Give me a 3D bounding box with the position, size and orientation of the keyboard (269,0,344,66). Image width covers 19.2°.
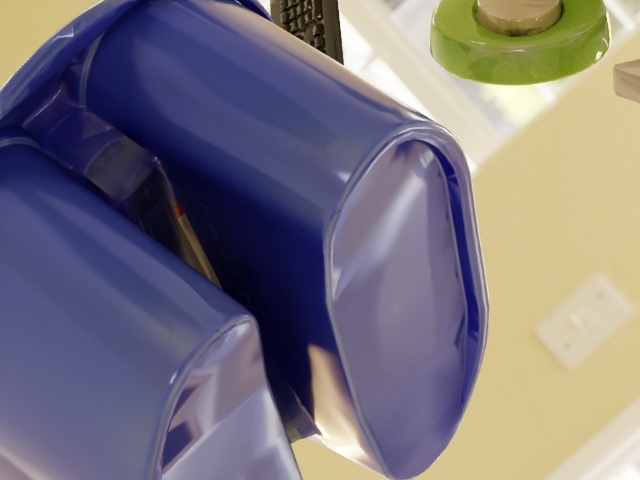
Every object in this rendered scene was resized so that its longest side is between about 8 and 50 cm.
[{"bbox_3d":[-0.027,-0.097,1.850,0.201,0.033,0.317,-25,66,60],"label":"keyboard"}]

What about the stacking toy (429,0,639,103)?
[{"bbox_3d":[0.229,-0.217,1.346,0.309,0.279,0.130,16,128,32],"label":"stacking toy"}]

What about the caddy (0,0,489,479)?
[{"bbox_3d":[-0.060,0.037,0.866,0.179,0.241,0.341,31,157,26],"label":"caddy"}]
